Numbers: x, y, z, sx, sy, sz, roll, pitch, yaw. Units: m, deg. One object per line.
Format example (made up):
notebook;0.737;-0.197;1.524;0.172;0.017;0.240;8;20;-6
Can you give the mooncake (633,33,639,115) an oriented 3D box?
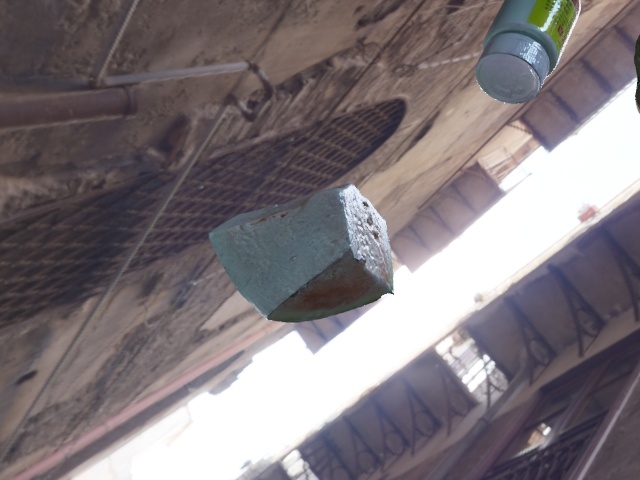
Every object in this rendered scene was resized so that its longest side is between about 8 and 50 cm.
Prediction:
mooncake;0.536;-0.218;0.791;0.356;0.194;0.356;-17;-110;56

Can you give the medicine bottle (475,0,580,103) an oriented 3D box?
medicine bottle;0.378;-0.371;1.295;0.139;0.225;0.139;24;-27;13

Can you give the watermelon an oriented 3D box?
watermelon;0.000;0.000;1.287;0.258;0.387;0.228;-57;-137;47
